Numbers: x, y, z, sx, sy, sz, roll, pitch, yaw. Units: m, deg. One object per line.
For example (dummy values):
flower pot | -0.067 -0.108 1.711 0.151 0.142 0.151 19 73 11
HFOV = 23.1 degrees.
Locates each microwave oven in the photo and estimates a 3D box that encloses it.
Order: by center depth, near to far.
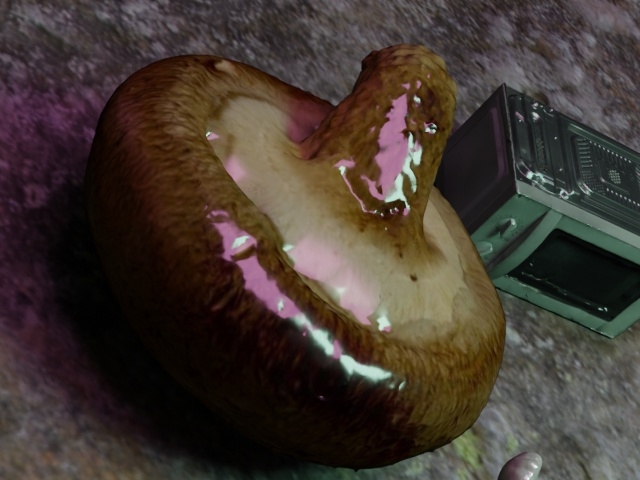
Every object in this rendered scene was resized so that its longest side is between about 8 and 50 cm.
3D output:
microwave oven | 0.223 -0.029 1.443 0.208 0.122 0.162 23 43 -24

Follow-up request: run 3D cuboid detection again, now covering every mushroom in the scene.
mushroom | -0.013 0.016 1.142 0.345 0.239 0.345 8 45 -8

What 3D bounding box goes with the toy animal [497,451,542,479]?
toy animal | 0.148 0.264 1.094 0.325 0.154 0.209 -23 93 -28
